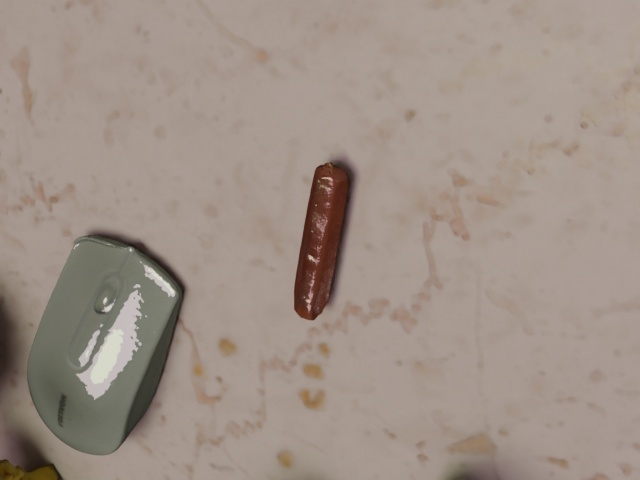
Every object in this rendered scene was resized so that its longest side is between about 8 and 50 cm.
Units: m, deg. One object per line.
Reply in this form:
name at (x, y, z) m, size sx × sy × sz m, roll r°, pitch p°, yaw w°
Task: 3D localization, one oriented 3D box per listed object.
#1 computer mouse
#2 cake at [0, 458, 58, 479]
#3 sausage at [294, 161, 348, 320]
computer mouse at (-0.215, 0.107, 1.307) m, size 0.127 × 0.079 × 0.231 m, roll 24°, pitch 116°, yaw 17°
cake at (-0.374, 0.361, 1.403) m, size 0.227 × 0.222 × 0.286 m, roll -30°, pitch 92°, yaw 33°
sausage at (0.000, 0.000, 1.164) m, size 0.030 × 0.035 × 0.147 m, roll 32°, pitch 122°, yaw 38°
